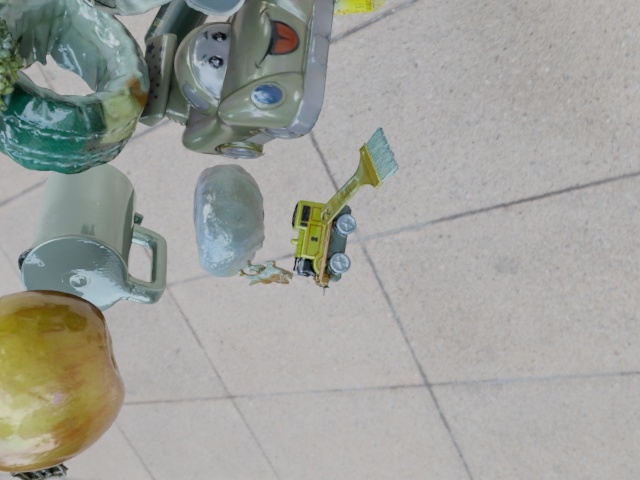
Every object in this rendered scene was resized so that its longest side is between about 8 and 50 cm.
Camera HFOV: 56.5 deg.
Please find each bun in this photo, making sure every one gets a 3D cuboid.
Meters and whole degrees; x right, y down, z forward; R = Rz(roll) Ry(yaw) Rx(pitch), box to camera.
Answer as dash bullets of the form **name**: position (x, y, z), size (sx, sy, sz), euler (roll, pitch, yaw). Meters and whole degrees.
- **bun**: position (-0.276, -0.064, 1.807), size (0.211, 0.362, 0.362), euler (-5, 123, -11)

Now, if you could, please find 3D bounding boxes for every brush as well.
- **brush**: position (0.055, -0.095, 1.019), size (0.218, 0.010, 0.083), euler (-45, 57, 44)

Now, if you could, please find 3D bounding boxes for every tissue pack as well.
- **tissue pack**: position (0.046, -0.519, 1.265), size (0.175, 0.095, 0.062), euler (8, 124, 28)

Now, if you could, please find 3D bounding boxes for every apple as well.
- **apple**: position (-0.432, 0.204, 0.912), size (0.286, 0.233, 0.286), euler (43, 140, 51)

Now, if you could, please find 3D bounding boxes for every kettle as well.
- **kettle**: position (-0.484, 0.005, 1.277), size (0.205, 0.318, 0.265), euler (-32, 125, 6)

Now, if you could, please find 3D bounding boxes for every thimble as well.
- **thimble**: position (-0.410, -0.256, 0.932), size (0.167, 0.254, 0.288), euler (-47, 63, 49)

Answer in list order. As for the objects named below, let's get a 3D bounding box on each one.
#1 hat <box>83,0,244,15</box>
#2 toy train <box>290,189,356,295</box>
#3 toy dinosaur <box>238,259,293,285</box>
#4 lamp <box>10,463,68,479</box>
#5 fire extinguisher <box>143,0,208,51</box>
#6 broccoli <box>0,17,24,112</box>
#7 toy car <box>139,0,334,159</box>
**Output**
- **hat**: position (-0.206, -0.382, 0.734), size (0.275, 0.232, 0.161), euler (1, 93, 29)
- **toy train**: position (0.000, 0.000, 1.210), size (0.127, 0.089, 0.220), euler (10, 85, -7)
- **toy dinosaur**: position (-0.131, 0.089, 1.538), size (0.142, 0.057, 0.212), euler (13, 167, 7)
- **lamp**: position (-0.618, 0.364, 1.314), size (0.090, 0.325, 0.089), euler (-17, 139, -6)
- **fire extinguisher**: position (-0.295, -0.477, 1.277), size (0.114, 0.095, 0.311), euler (37, 99, 31)
- **broccoli**: position (-0.512, -0.177, 0.704), size (0.288, 0.235, 0.260), euler (10, 112, 23)
- **toy car**: position (-0.147, -0.282, 0.980), size (0.336, 0.226, 0.242), euler (-9, 72, 59)
